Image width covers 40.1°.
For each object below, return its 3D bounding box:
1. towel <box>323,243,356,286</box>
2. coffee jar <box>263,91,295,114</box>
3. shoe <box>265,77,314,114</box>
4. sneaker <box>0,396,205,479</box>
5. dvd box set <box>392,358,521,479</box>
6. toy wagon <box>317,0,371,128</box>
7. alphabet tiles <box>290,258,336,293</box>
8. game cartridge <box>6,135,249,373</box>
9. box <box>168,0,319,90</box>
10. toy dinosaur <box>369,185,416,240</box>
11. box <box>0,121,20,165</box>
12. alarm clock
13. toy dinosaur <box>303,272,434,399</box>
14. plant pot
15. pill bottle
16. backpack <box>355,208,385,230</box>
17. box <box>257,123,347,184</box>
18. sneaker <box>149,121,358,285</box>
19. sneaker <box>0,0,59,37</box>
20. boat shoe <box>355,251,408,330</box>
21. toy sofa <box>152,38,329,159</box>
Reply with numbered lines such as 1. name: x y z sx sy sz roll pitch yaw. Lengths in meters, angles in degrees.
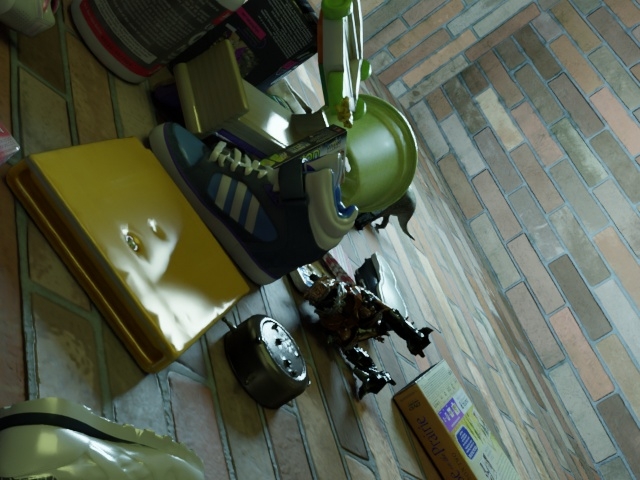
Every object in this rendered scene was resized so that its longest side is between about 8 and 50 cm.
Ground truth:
1. towel: 0.000 0.000 1.750 0.197 0.029 0.144 50 12 -24
2. coffee jar: -0.121 -0.276 1.907 0.096 0.079 0.184 57 17 12
3. shoe: -0.052 -0.327 2.238 0.219 0.058 0.076 44 20 -35
4. sneaker: -0.193 0.214 0.773 0.235 0.090 0.094 32 41 -46
5. dvd box set: 0.312 0.449 1.755 0.420 0.062 0.308 58 16 8
6. toy wagon: 0.041 -0.350 1.643 0.267 0.068 0.344 78 17 -50
7. alphabet tiles: -0.063 -0.013 1.661 0.284 0.021 0.278 63 15 23
8. game cartridge: -0.228 0.000 1.131 0.285 0.053 0.324 55 14 -2
9. box: -0.132 -0.367 1.707 0.143 0.270 0.165 55 17 -4
10. toy dinosaur: 0.177 -0.115 2.295 0.313 0.160 0.121 51 17 -14
11. box: -0.372 -0.061 0.687 0.122 0.128 0.257 53 17 -8
12. alarm clock: -0.061 0.172 1.243 0.192 0.064 0.129 37 24 -55
13. toy dinosaur: 0.080 0.142 1.562 0.218 0.164 0.322 46 24 24
14. plant pot: 0.041 -0.164 1.890 0.276 0.276 0.254 55 28 -1
15. pill bottle: -0.233 -0.414 1.428 0.176 0.319 0.176 49 18 -23
16. backpack: 0.114 -0.102 2.172 0.084 0.114 0.105 46 20 -31
17. box: -0.034 -0.118 1.547 0.036 0.114 0.207 29 42 32
18. sneaker: -0.087 -0.105 1.387 0.322 0.236 0.130 53 16 -10
19. sneaker: -0.418 -0.364 1.224 0.111 0.103 0.252 47 24 -41
20. boat shoe: 0.115 0.114 1.819 0.095 0.079 0.254 44 17 -29
21. toy sofa: -0.127 -0.198 1.597 0.363 0.177 0.150 27 42 -58
